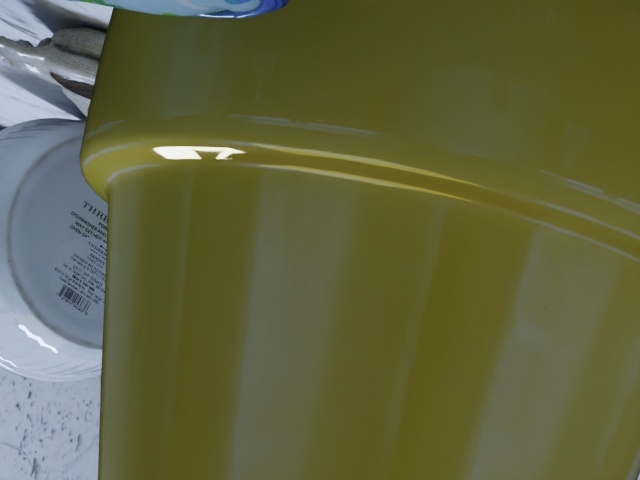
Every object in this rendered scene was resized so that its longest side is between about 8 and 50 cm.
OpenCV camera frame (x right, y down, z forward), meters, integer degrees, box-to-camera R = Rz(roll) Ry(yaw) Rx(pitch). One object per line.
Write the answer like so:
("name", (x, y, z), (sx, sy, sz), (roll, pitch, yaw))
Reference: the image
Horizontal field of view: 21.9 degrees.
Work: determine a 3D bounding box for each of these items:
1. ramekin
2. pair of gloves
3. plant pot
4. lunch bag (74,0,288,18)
("ramekin", (-0.182, 0.004, 1.259), (0.207, 0.207, 0.109), (27, 162, -28))
("pair of gloves", (-0.088, -0.070, 1.048), (0.204, 0.042, 0.240), (22, 173, 8))
("plant pot", (0.022, 0.041, 0.610), (0.254, 0.239, 0.254), (13, 169, 2))
("lunch bag", (-0.113, -0.141, 0.474), (0.219, 0.090, 0.176), (16, 167, 37))
